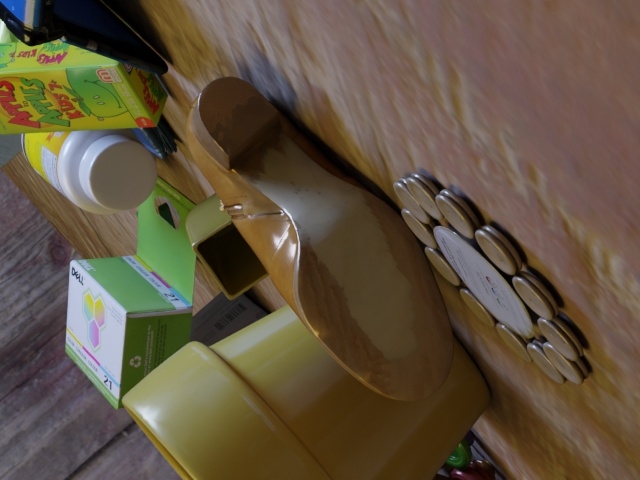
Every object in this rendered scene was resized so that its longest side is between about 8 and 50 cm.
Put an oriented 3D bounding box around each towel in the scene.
[{"bbox_3d":[-0.198,-0.142,1.816,0.119,0.029,0.067,54,169,-29],"label":"towel"}]

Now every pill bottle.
[{"bbox_3d":[-0.267,-0.101,2.009,0.117,0.117,0.215,55,168,-29],"label":"pill bottle"}]

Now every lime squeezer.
[{"bbox_3d":[-0.204,0.003,2.355,0.310,0.059,0.110,176,85,-79],"label":"lime squeezer"}]

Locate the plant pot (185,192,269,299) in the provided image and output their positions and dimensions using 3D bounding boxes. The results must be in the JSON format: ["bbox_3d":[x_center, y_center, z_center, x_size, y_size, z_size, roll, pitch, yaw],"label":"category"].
[{"bbox_3d":[-0.087,-0.009,1.702,0.081,0.081,0.083,57,179,-35],"label":"plant pot"}]

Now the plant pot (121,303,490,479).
[{"bbox_3d":[0.002,0.152,1.442,0.254,0.239,0.254,47,170,11],"label":"plant pot"}]

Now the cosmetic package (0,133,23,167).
[{"bbox_3d":[-0.469,-0.205,2.183,0.138,0.225,0.224,32,160,52],"label":"cosmetic package"}]

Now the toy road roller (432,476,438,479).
[{"bbox_3d":[0.039,0.245,1.728,0.241,0.329,0.202,-6,137,27],"label":"toy road roller"}]

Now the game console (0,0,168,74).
[{"bbox_3d":[-0.261,-0.302,1.516,0.293,0.173,0.250,43,137,30],"label":"game console"}]

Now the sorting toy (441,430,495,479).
[{"bbox_3d":[0.139,0.206,1.647,0.061,0.042,0.102,13,133,48],"label":"sorting toy"}]

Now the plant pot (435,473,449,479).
[{"bbox_3d":[0.096,0.392,1.890,0.291,0.291,0.203,37,148,50],"label":"plant pot"}]

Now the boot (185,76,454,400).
[{"bbox_3d":[-0.001,0.000,1.347,0.295,0.104,0.211,54,176,5],"label":"boot"}]

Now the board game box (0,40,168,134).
[{"bbox_3d":[-0.252,-0.152,1.682,0.181,0.043,0.092,-1,143,24],"label":"board game box"}]

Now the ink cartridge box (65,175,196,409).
[{"bbox_3d":[-0.237,0.053,2.137,0.189,0.097,0.255,36,125,55],"label":"ink cartridge box"}]

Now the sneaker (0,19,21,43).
[{"bbox_3d":[-0.299,-0.214,1.858,0.295,0.109,0.123,99,158,-82],"label":"sneaker"}]

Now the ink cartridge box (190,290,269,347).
[{"bbox_3d":[-0.105,0.167,2.187,0.093,0.154,0.212,56,168,-31],"label":"ink cartridge box"}]

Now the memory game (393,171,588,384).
[{"bbox_3d":[0.114,0.026,1.151,0.186,0.012,0.186,47,170,11],"label":"memory game"}]
